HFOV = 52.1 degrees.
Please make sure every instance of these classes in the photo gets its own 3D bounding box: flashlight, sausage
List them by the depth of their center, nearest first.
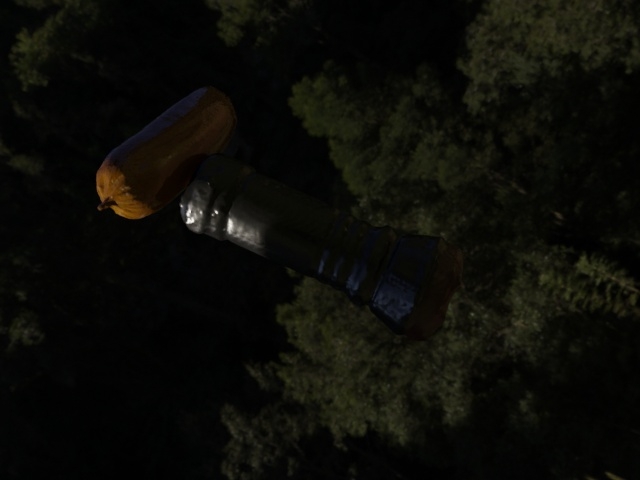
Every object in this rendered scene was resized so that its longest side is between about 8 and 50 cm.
[{"bbox_3d":[0.000,0.000,0.541,0.093,0.232,0.093,25,-90,-83],"label":"flashlight"},{"bbox_3d":[-0.121,-0.078,0.554,0.183,0.054,0.062,-50,-54,-41],"label":"sausage"}]
